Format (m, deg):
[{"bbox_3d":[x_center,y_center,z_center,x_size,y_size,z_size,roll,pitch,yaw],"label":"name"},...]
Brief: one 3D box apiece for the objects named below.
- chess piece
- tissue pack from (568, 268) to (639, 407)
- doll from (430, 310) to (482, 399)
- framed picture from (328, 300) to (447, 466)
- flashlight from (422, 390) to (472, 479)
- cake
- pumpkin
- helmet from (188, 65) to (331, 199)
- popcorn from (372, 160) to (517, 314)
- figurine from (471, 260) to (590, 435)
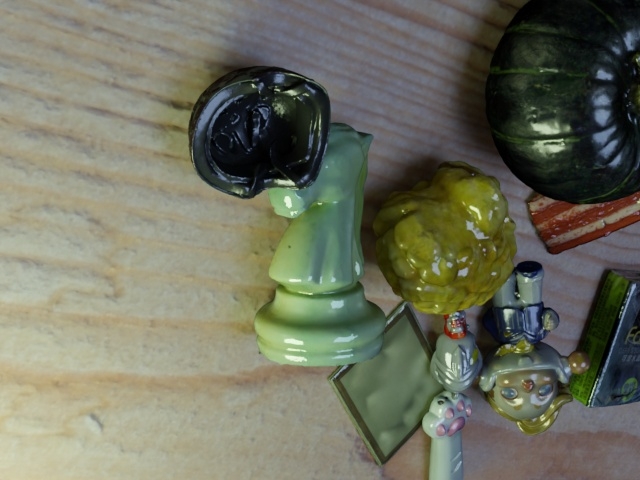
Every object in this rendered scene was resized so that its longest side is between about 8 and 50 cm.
[{"bbox_3d":[0.000,0.000,1.696,0.176,0.176,0.298,-10,107,-40],"label":"chess piece"},{"bbox_3d":[0.530,0.170,2.325,0.173,0.073,0.235,5,107,-46],"label":"tissue pack"},{"bbox_3d":[0.201,0.159,2.006,0.079,0.094,0.180,-7,110,0],"label":"doll"},{"bbox_3d":[0.109,0.216,1.997,0.173,0.010,0.231,-44,134,-18],"label":"framed picture"},{"bbox_3d":[0.200,0.324,2.103,0.093,0.047,0.200,-28,131,-34],"label":"flashlight"},{"bbox_3d":[0.440,-0.117,2.113,0.262,0.159,0.158,-25,136,11],"label":"cake"},{"bbox_3d":[0.378,-0.207,1.866,0.323,0.241,0.323,-11,109,-34],"label":"pumpkin"},{"bbox_3d":[-0.080,-0.139,1.575,0.177,0.107,0.153,-5,121,-20],"label":"helmet"},{"bbox_3d":[0.181,-0.004,1.815,0.226,0.200,0.203,30,121,-23],"label":"popcorn"},{"bbox_3d":[0.300,0.164,2.082,0.194,0.133,0.274,-27,108,8],"label":"figurine"}]
